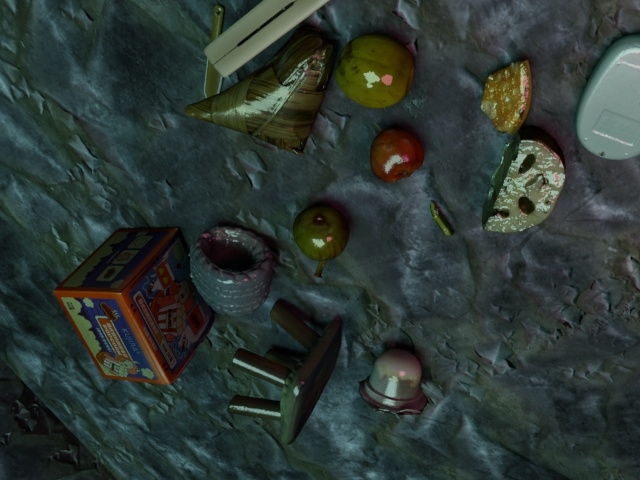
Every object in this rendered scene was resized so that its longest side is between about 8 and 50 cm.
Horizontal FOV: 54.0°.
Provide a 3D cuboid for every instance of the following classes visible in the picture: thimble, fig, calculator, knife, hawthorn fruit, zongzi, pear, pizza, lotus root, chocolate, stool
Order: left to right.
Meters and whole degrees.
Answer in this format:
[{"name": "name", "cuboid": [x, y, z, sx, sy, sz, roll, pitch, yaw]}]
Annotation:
[{"name": "knife", "cuboid": [-0.245, -0.422, 1.472, 0.046, 0.022, 0.256, 20, 130, 4]}, {"name": "thimble", "cuboid": [-0.247, 0.086, 1.730, 0.236, 0.205, 0.172, 22, 132, 12]}, {"name": "zongzi", "cuboid": [-0.132, -0.344, 1.365, 0.288, 0.134, 0.286, 13, 128, -14]}, {"name": "stool", "cuboid": [-0.101, 0.373, 1.817, 0.226, 0.310, 0.310, 22, 130, 13]}, {"name": "fig", "cuboid": [0.012, -0.005, 1.605, 0.142, 0.148, 0.186, -14, 157, 16]}, {"name": "pear", "cuboid": [0.112, -0.347, 1.283, 0.162, 0.149, 0.149, 18, 130, 2]}, {"name": "hawthorn fruit", "cuboid": [0.169, -0.195, 1.400, 0.125, 0.140, 0.125, 2, 154, 1]}, {"name": "chocolate", "cuboid": [0.215, 0.386, 1.772, 0.221, 0.221, 0.147, 14, 114, 15]}, {"name": "pizza", "cuboid": [0.378, -0.290, 1.266, 0.099, 0.035, 0.160, 29, 131, 37]}, {"name": "lotus root", "cuboid": [0.431, -0.123, 1.326, 0.138, 0.119, 0.235, 25, 129, 6]}, {"name": "calculator", "cuboid": [0.598, -0.279, 1.182, 0.184, 0.042, 0.295, 22, 131, 8]}]

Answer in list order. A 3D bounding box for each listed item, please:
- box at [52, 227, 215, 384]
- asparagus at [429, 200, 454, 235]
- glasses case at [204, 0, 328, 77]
[{"name": "box", "cuboid": [-0.525, 0.188, 1.858, 0.256, 0.319, 0.349, -1, 123, 23]}, {"name": "asparagus", "cuboid": [0.288, -0.049, 1.508, 0.025, 0.021, 0.108, -20, 114, 35]}, {"name": "glasses case", "cuboid": [-0.088, -0.463, 1.291, 0.336, 0.144, 0.076, -24, 111, 37]}]
